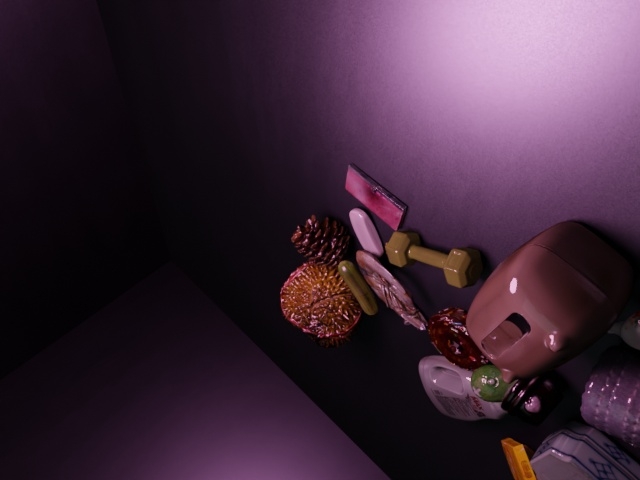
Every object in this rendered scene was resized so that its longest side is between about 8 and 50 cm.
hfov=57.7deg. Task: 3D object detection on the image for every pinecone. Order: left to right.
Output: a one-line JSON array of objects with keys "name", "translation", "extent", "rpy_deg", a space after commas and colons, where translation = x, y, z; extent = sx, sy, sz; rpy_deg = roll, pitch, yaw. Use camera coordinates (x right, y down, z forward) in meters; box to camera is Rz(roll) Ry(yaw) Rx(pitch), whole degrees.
[{"name": "pinecone", "translation": [0.001, 0.003, 2.071], "extent": [0.204, 0.179, 0.184], "rpy_deg": [21, 148, -8]}]

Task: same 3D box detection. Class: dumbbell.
[{"name": "dumbbell", "translation": [0.330, 0.050, 1.708], "extent": [0.302, 0.121, 0.108], "rpy_deg": [18, 168, 48]}]

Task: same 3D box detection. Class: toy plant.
[{"name": "toy plant", "translation": [0.575, 0.425, 1.708], "extent": [0.235, 0.175, 0.218], "rpy_deg": [44, 114, 31]}]

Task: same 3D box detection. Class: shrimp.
[{"name": "shrimp", "translation": [0.248, 0.171, 1.978], "extent": [0.360, 0.085, 0.247], "rpy_deg": [49, 169, -1]}]

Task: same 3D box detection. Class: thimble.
[{"name": "thimble", "translation": [0.730, 0.377, 1.371], "extent": [0.172, 0.205, 0.236], "rpy_deg": [27, 144, 39]}]

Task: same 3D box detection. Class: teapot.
[{"name": "teapot", "translation": [0.719, 0.177, 1.220], "extent": [0.226, 0.145, 0.092], "rpy_deg": [-42, 49, 37]}]

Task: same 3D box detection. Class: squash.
[{"name": "squash", "translation": [0.135, 0.166, 2.066], "extent": [0.229, 0.066, 0.066], "rpy_deg": [58, 153, -15]}]

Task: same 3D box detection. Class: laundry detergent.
[{"name": "laundry detergent", "translation": [0.523, 0.507, 1.967], "extent": [0.264, 0.124, 0.398], "rpy_deg": [58, 152, -10]}]

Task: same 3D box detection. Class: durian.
[{"name": "durian", "translation": [0.016, 0.239, 2.226], "extent": [0.347, 0.347, 0.384], "rpy_deg": [43, 151, 18]}]

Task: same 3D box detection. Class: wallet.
[{"name": "wallet", "translation": [0.169, -0.134, 1.825], "extent": [0.232, 0.025, 0.119], "rpy_deg": [41, 153, 22]}]

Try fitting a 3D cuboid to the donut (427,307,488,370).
[{"name": "donut", "translation": [0.454, 0.315, 1.867], "extent": [0.235, 0.089, 0.235], "rpy_deg": [38, 150, 27]}]

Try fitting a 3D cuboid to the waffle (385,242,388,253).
[{"name": "waffle", "translation": [0.248, 0.043, 1.933], "extent": [0.085, 0.016, 0.078], "rpy_deg": [8, 131, 54]}]

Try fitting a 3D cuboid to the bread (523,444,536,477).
[{"name": "bread", "translation": [0.736, 0.770, 2.028], "extent": [0.082, 0.056, 0.115], "rpy_deg": [15, -129, -84]}]

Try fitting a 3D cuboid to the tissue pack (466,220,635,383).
[{"name": "tissue pack", "translation": [0.513, 0.160, 1.369], "extent": [0.267, 0.277, 0.387], "rpy_deg": [47, 153, 16]}]

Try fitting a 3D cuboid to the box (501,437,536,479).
[{"name": "box", "translation": [0.670, 0.755, 1.961], "extent": [0.269, 0.043, 0.152], "rpy_deg": [61, -168, -73]}]

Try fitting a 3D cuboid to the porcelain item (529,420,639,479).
[{"name": "porcelain item", "translation": [0.794, 0.690, 1.720], "extent": [0.281, 0.157, 0.286], "rpy_deg": [40, 153, 21]}]

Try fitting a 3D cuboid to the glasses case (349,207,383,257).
[{"name": "glasses case", "translation": [0.155, -0.023, 1.957], "extent": [0.076, 0.049, 0.197], "rpy_deg": [14, 138, 53]}]
